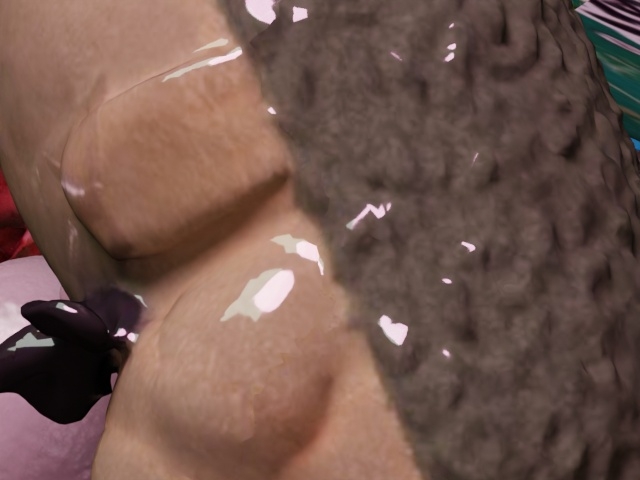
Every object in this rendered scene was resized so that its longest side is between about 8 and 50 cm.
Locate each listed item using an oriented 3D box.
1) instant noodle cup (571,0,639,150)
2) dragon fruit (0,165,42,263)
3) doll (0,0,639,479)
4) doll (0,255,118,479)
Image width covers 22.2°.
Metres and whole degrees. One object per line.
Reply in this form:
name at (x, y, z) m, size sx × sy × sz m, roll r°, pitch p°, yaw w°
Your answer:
instant noodle cup at (0.181, -0.183, 0.869) m, size 0.240 × 0.240 × 0.178 m, roll -23°, pitch 14°, yaw 16°
dragon fruit at (-0.183, -0.071, 1.006) m, size 0.293 × 0.234 × 0.234 m, roll 10°, pitch 32°, yaw 6°
doll at (0.000, 0.000, 0.574) m, size 0.247 × 0.350 × 0.247 m, roll -28°, pitch -16°, yaw -9°
doll at (-0.070, 0.023, 0.777) m, size 0.287 × 0.151 × 0.151 m, roll -42°, pitch 22°, yaw 7°
